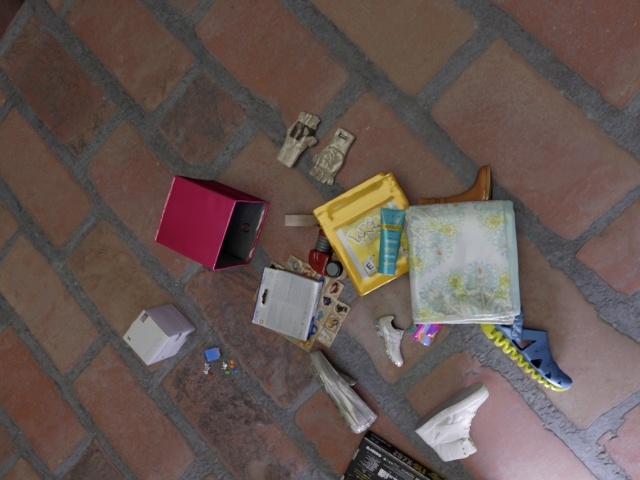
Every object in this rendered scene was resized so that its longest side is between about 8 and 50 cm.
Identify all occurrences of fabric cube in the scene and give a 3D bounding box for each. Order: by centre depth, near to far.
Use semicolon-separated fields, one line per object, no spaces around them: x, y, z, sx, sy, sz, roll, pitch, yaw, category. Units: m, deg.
-0.381;-0.066;1.931;0.258;0.259;0.254;22;100;19;fabric cube

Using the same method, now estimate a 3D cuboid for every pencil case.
0.372;0.227;1.768;0.104;0.104;0.236;30;102;15;pencil case

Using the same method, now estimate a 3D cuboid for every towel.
0.426;0.070;1.643;0.321;0.090;0.374;-3;93;11;towel

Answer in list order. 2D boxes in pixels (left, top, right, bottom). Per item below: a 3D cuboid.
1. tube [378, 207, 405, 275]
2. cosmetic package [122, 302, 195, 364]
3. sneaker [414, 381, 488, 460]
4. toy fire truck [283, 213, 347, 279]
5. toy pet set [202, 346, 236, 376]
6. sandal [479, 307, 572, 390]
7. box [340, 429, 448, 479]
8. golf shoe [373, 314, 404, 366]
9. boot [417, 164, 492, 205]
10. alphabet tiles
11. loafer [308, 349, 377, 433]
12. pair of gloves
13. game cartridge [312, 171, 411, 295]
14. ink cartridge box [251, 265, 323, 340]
0.218;0.004;1.699;0.080;0.052;0.207;6;92;-12;tube
-0.610;0.351;2.064;0.151;0.184;0.151;42;105;13;cosmetic package
0.465;0.594;1.754;0.169;0.108;0.292;49;115;9;sneaker
0.000;0.000;1.870;0.246;0.158;0.217;22;100;29;toy fire truck
-0.398;0.464;2.058;0.122;0.065;0.114;-15;87;18;toy pet set
0.649;0.326;1.668;0.317;0.126;0.138;44;101;11;sandal
0.237;0.847;1.852;0.322;0.079;0.257;28;103;16;box
0.250;0.337;1.833;0.086;0.069;0.176;-27;85;12;golf shoe
0.428;-0.116;1.743;0.220;0.109;0.283;13;104;22;boot
-0.073;0.228;1.966;0.343;0.011;0.285;29;101;16;alphabet tiles
0.073;0.511;1.889;0.111;0.112;0.319;-31;80;-18;loafer
-0.019;-0.326;1.908;0.240;0.042;0.204;27;97;14;pair of gloves
0.172;-0.025;1.740;0.285;0.052;0.323;-29;96;6;game cartridge
-0.121;0.222;1.952;0.224;0.045;0.223;16;97;19;ink cartridge box
